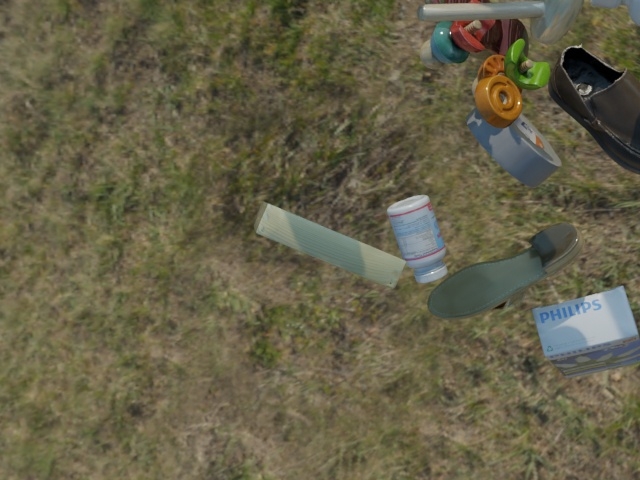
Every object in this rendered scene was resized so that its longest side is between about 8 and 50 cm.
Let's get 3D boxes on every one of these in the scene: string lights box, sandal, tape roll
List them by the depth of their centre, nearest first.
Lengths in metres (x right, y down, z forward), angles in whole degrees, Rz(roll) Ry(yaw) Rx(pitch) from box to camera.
[{"bbox_3d":[0.275,0.065,1.135,0.240,0.079,0.088,-32,40,23],"label":"sandal"},{"bbox_3d":[0.419,0.148,1.231,0.133,0.259,0.077,-17,68,19],"label":"string lights box"},{"bbox_3d":[0.413,-0.214,1.705,0.072,0.219,0.219,-46,71,26],"label":"tape roll"}]

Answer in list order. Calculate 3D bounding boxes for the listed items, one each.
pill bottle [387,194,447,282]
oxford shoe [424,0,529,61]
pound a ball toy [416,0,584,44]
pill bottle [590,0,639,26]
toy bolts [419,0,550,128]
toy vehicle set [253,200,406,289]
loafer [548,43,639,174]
[{"bbox_3d":[0.195,-0.002,1.562,0.087,0.087,0.160,-12,103,34],"label":"pill bottle"},{"bbox_3d":[0.305,-0.446,1.680,0.130,0.348,0.123,2,78,42],"label":"oxford shoe"},{"bbox_3d":[0.116,-0.323,0.795,0.136,0.319,0.208,-59,41,44],"label":"pound a ball toy"},{"bbox_3d":[0.595,-0.411,1.258,0.301,0.169,0.169,14,104,12],"label":"pill bottle"},{"bbox_3d":[0.291,-0.318,1.539,0.228,0.218,0.158,41,150,-16],"label":"toy bolts"},{"bbox_3d":[0.000,0.000,0.993,0.166,0.267,0.035,23,91,-7],"label":"toy vehicle set"},{"bbox_3d":[0.578,-0.256,1.552,0.134,0.130,0.366,-42,56,-4],"label":"loafer"}]
